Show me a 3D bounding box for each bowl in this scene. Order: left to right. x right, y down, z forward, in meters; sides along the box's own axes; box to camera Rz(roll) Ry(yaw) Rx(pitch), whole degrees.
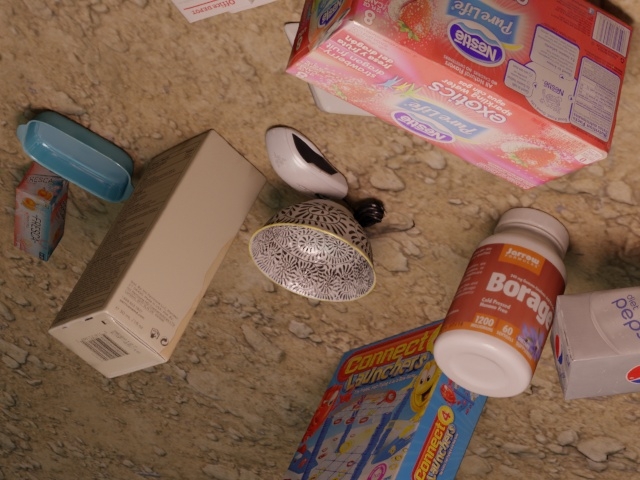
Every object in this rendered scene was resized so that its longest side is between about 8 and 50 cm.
[{"bbox_3d":[0.000,0.000,1.800,0.170,0.080,0.170,14,148,9],"label":"bowl"}]

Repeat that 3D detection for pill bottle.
[{"bbox_3d":[0.224,0.070,1.676,0.121,0.216,0.121,19,147,12],"label":"pill bottle"}]

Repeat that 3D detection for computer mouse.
[{"bbox_3d":[-0.006,-0.070,1.809,0.193,0.042,0.106,42,146,-23],"label":"computer mouse"}]

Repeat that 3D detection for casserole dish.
[{"bbox_3d":[-0.341,-0.122,1.988,0.188,0.037,0.114,29,148,-4],"label":"casserole dish"}]

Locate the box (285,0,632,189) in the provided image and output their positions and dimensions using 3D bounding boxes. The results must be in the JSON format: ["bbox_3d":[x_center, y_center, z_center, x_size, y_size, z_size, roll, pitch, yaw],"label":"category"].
[{"bbox_3d":[0.138,-0.185,1.367,0.300,0.154,0.142,23,156,-22],"label":"box"}]

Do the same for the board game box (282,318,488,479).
[{"bbox_3d":[0.092,0.272,1.985,0.086,0.302,0.308,40,146,-19],"label":"board game box"}]

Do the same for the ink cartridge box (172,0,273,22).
[{"bbox_3d":[-0.129,-0.307,1.542,0.104,0.060,0.180,-8,134,42],"label":"ink cartridge box"}]

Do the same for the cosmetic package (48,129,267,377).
[{"bbox_3d":[-0.211,0.017,1.836,0.113,0.309,0.160,42,146,-22],"label":"cosmetic package"}]

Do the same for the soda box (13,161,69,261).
[{"bbox_3d":[-0.429,-0.042,2.147,0.063,0.058,0.183,26,149,1],"label":"soda box"}]

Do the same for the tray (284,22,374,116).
[{"bbox_3d":[0.090,-0.181,1.592,0.270,0.030,0.145,8,144,28],"label":"tray"}]

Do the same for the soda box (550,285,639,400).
[{"bbox_3d":[0.413,0.107,1.596,0.286,0.091,0.098,-6,145,-1],"label":"soda box"}]
